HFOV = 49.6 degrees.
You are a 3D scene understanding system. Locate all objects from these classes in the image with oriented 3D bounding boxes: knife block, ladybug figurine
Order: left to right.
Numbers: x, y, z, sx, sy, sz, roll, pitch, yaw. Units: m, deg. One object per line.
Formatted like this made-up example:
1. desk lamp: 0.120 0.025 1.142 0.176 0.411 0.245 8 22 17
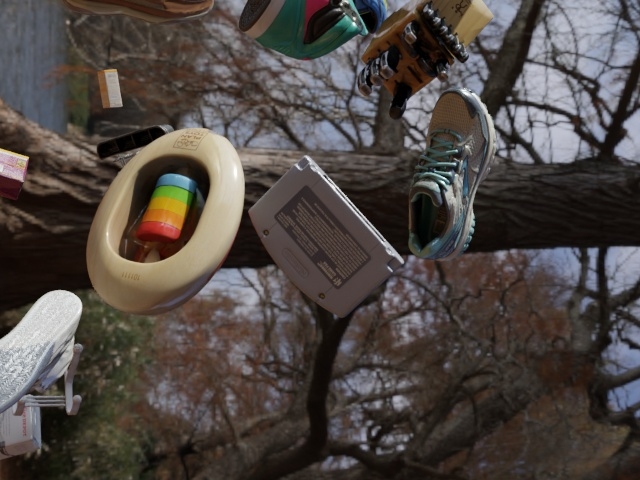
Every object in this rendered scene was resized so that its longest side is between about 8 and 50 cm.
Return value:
1. ladybug figurine: -0.301 -0.037 1.433 0.162 0.305 0.449 72 32 -57
2. knife block: 0.111 -0.251 0.963 0.242 0.088 0.275 -47 -165 -16

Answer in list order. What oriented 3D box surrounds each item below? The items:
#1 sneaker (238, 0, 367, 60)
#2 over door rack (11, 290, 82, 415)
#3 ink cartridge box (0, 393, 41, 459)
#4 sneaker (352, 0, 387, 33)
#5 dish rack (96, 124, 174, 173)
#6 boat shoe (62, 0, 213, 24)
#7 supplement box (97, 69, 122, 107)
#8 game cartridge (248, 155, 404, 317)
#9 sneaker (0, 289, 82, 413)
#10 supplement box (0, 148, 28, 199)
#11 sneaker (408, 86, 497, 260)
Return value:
1. sneaker: 0.019 -0.413 1.119 0.295 0.178 0.124 -55 -146 5
2. over door rack: -0.636 0.211 1.450 0.108 0.239 0.324 -53 -137 32
3. ink cartridge box: -0.680 0.406 1.479 0.063 0.150 0.109 89 -15 -53
4. sneaker: 0.090 -0.555 1.531 0.209 0.069 0.082 57 40 -40
5. dish rack: -0.421 -0.153 1.764 0.074 0.208 0.271 -57 131 -60
6. boat shoe: -0.377 -0.537 1.461 0.123 0.324 0.116 59 -37 37
7. supplement box: -0.568 -0.408 1.866 0.062 0.036 0.098 14 -67 54
8. game cartridge: 0.000 0.000 1.409 0.198 0.062 0.297 -44 -99 17
9. sneaker: -0.506 0.233 1.154 0.292 0.108 0.169 -53 170 -46
10. supplement box: -0.536 -0.114 1.185 0.043 0.055 0.083 -58 -151 26
11. sneaker: 0.199 -0.099 1.091 0.110 0.122 0.283 12 -77 35
